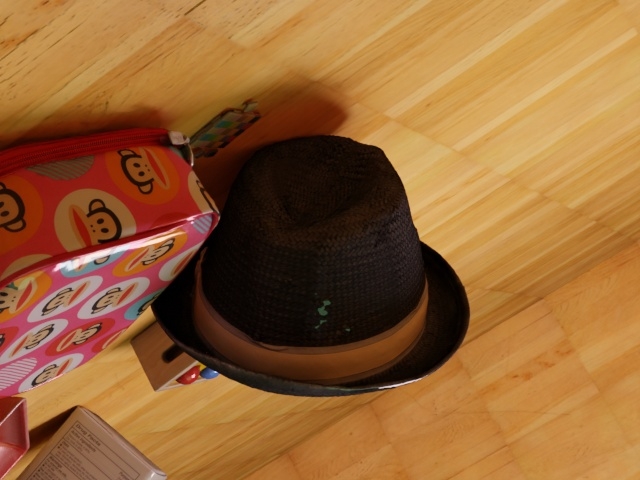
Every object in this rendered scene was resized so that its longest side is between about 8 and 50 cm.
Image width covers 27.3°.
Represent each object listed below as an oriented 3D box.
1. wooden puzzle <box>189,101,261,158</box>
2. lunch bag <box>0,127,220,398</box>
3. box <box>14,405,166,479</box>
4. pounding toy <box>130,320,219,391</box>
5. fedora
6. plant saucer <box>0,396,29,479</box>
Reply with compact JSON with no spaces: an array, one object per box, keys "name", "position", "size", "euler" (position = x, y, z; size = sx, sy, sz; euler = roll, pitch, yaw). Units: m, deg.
[{"name":"wooden puzzle","position":[-0.083,-0.095,1.134],"size":[0.083,0.006,0.049],"euler":[-36,164,26]},{"name":"lunch bag","position":[-0.214,0.028,1.077],"size":[0.258,0.120,0.293],"euler":[-16,160,-43]},{"name":"box","position":[-0.365,0.391,1.784],"size":[0.311,0.148,0.121],"euler":[-48,169,-9]},{"name":"pounding toy","position":[-0.137,0.127,1.602],"size":[0.141,0.100,0.130],"euler":[-36,164,27]},{"name":"fedora","position":[0.000,0.000,1.223],"size":[0.334,0.334,0.153],"euler":[-17,128,-38]},{"name":"plant saucer","position":[-0.449,0.299,1.555],"size":[0.258,0.047,0.259],"euler":[-49,175,-24]}]
